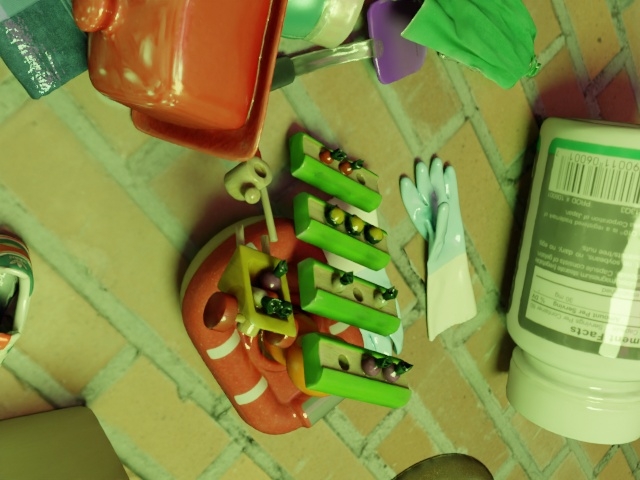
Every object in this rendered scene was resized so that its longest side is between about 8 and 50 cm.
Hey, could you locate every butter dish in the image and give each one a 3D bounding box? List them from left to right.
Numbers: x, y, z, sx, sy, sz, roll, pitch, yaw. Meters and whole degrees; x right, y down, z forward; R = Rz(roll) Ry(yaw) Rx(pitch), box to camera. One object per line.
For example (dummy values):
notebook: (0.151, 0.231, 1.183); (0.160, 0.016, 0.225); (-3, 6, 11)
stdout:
butter dish: (-0.113, -0.149, 0.454); (0.118, 0.159, 0.160); (1, 106, -51)

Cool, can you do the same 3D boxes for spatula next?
spatula: (-0.004, -0.166, 0.609); (0.296, 0.030, 0.084); (-25, 117, -25)

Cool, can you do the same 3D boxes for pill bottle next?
pill bottle: (0.340, 0.041, 0.792); (0.204, 0.204, 0.362); (-3, 107, -32)

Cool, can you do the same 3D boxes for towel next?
towel: (-0.213, -0.167, 0.469); (0.067, 0.029, 0.120); (-45, 125, -29)

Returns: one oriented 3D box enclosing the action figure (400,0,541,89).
action figure: (0.166, -0.224, 0.682); (0.232, 0.063, 0.137); (21, 91, -42)

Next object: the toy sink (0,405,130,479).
toy sink: (-0.274, 0.236, 0.490); (0.234, 0.152, 0.131); (-6, 108, -32)

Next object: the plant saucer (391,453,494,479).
plant saucer: (0.147, 0.444, 0.892); (0.310, 0.050, 0.311); (-11, 111, -29)

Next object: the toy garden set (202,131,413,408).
toy garden set: (0.000, 0.000, 0.547); (0.203, 0.049, 0.245); (24, 49, -39)

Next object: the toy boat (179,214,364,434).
toy boat: (-0.025, 0.091, 0.603); (0.151, 0.151, 0.231); (-36, 121, -19)

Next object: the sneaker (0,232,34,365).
sneaker: (-0.262, 0.076, 0.492); (0.057, 0.075, 0.161); (24, 91, -36)

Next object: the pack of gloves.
pack of gloves: (0.102, 0.035, 0.734); (0.195, 0.046, 0.232); (-28, 118, -24)

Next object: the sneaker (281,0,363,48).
sneaker: (-0.009, -0.316, 0.513); (0.120, 0.108, 0.303); (7, 96, -29)
